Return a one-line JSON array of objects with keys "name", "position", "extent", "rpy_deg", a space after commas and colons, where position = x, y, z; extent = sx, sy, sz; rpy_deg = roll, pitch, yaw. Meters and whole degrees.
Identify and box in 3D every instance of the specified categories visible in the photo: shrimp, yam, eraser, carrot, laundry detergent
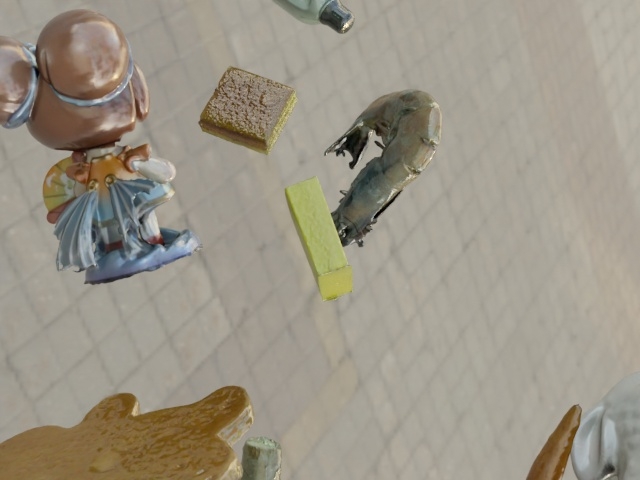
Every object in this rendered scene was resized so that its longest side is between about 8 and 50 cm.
[{"name": "shrimp", "position": [0.068, -0.115, 1.719], "extent": [0.075, 0.289, 0.178], "rpy_deg": [13, 41, -31]}, {"name": "yam", "position": [-0.112, 0.512, 1.931], "extent": [0.083, 0.083, 0.371], "rpy_deg": [-14, 112, -59]}, {"name": "eraser", "position": [0.000, 0.000, 1.388], "extent": [0.097, 0.045, 0.122], "rpy_deg": [80, -10, -66]}, {"name": "carrot", "position": [0.283, 0.373, 1.569], "extent": [0.069, 0.069, 0.336], "rpy_deg": [4, 106, -59]}, {"name": "laundry detergent", "position": [-0.041, -0.384, 1.747], "extent": [0.070, 0.226, 0.099], "rpy_deg": [-39, 158, -28]}]

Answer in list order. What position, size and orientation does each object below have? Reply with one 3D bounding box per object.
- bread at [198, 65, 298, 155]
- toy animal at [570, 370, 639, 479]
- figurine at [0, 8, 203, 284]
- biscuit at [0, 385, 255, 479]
[{"name": "bread", "position": [-0.087, -0.158, 1.409], "extent": [0.035, 0.094, 0.090], "rpy_deg": [80, 34, -64]}, {"name": "toy animal", "position": [0.446, 0.331, 1.545], "extent": [0.194, 0.258, 0.357], "rpy_deg": [38, 29, -29]}, {"name": "figurine", "position": [-0.342, -0.134, 1.710], "extent": [0.248, 0.277, 0.388], "rpy_deg": [-39, 116, -65]}, {"name": "biscuit", "position": [-0.234, 0.249, 1.310], "extent": [0.216, 0.340, 0.047], "rpy_deg": [-75, 150, -62]}]
